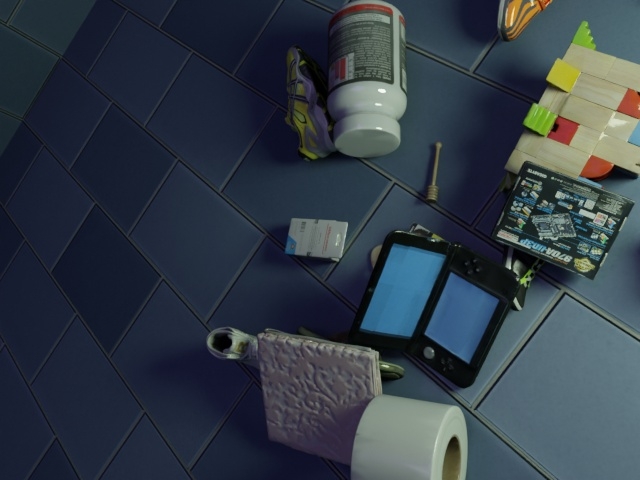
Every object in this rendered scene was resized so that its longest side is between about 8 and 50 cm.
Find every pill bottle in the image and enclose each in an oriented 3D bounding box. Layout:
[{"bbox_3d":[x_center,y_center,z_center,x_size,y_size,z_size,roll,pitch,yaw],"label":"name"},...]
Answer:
[{"bbox_3d":[0.121,-0.420,1.440,0.210,0.210,0.362,-7,72,29],"label":"pill bottle"}]

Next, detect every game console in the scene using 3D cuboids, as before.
[{"bbox_3d":[0.239,0.154,1.183,0.250,0.173,0.293,32,113,36],"label":"game console"}]

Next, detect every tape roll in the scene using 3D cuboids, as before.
[{"bbox_3d":[0.190,0.453,1.132,0.169,0.246,0.246,0,76,30],"label":"tape roll"}]

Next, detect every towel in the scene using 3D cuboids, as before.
[{"bbox_3d":[0.001,0.378,1.303,0.332,0.053,0.316,4,108,32],"label":"towel"}]

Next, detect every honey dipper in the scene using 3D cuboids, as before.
[{"bbox_3d":[0.290,-0.174,1.381,0.031,0.030,0.160,3,74,31],"label":"honey dipper"}]

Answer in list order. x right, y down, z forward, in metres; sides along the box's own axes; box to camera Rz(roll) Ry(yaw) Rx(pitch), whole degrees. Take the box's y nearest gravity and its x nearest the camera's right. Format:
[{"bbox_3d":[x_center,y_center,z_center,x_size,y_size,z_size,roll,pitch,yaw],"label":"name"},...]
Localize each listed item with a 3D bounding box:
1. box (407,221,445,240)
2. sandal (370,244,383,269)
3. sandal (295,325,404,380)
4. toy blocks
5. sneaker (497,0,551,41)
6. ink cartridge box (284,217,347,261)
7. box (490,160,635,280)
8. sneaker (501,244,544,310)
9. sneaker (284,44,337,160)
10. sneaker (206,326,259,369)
[{"bbox_3d":[0.297,0.051,1.293,0.232,0.058,0.087,36,95,32],"label":"box"},{"bbox_3d":[0.178,0.101,1.336,0.088,0.079,0.240,-33,62,19],"label":"sandal"},{"bbox_3d":[0.069,0.257,1.340,0.303,0.120,0.086,20,73,33],"label":"sandal"},{"bbox_3d":[0.581,-0.222,1.149,0.261,0.191,0.381,31,104,24],"label":"toy blocks"},{"bbox_3d":[0.554,-0.612,1.291,0.180,0.125,0.321,27,91,34],"label":"sneaker"},{"bbox_3d":[0.000,0.000,1.481,0.180,0.060,0.104,5,78,32],"label":"ink cartridge box"},{"bbox_3d":[0.485,-0.043,1.114,0.220,0.051,0.175,24,108,14],"label":"box"},{"bbox_3d":[0.452,0.037,1.190,0.097,0.084,0.234,0,76,29],"label":"sneaker"},{"bbox_3d":[-0.049,-0.404,1.579,0.147,0.145,0.384,-30,59,26],"label":"sneaker"},{"bbox_3d":[-0.163,0.298,1.429,0.293,0.169,0.108,5,77,30],"label":"sneaker"}]
